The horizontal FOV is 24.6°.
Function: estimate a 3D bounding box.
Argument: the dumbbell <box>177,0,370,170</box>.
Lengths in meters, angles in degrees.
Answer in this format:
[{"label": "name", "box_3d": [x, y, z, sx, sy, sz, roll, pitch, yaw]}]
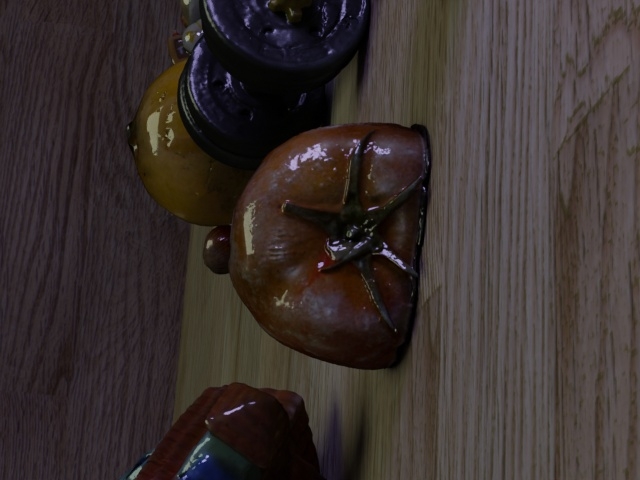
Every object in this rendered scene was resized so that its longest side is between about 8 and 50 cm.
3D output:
[{"label": "dumbbell", "box_3d": [-0.060, -0.212, 1.666, 0.388, 0.185, 0.185, 123, 153, -67]}]

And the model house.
[{"label": "model house", "box_3d": [-0.076, 0.268, 1.431, 0.329, 0.252, 0.295, -52, 0, 28]}]

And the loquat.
[{"label": "loquat", "box_3d": [-0.141, -0.137, 1.961, 0.235, 0.235, 0.235, -173, 90, -81]}]

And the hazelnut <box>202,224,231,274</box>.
[{"label": "hazelnut", "box_3d": [-0.157, 0.016, 2.410, 0.086, 0.086, 0.086, -173, 90, -81]}]

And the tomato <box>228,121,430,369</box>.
[{"label": "tomato", "box_3d": [0.000, 0.000, 1.255, 0.181, 0.155, 0.214, 127, 148, -80]}]

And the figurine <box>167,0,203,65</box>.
[{"label": "figurine", "box_3d": [-0.152, -0.343, 2.353, 0.261, 0.186, 0.382, 91, 173, -54]}]
